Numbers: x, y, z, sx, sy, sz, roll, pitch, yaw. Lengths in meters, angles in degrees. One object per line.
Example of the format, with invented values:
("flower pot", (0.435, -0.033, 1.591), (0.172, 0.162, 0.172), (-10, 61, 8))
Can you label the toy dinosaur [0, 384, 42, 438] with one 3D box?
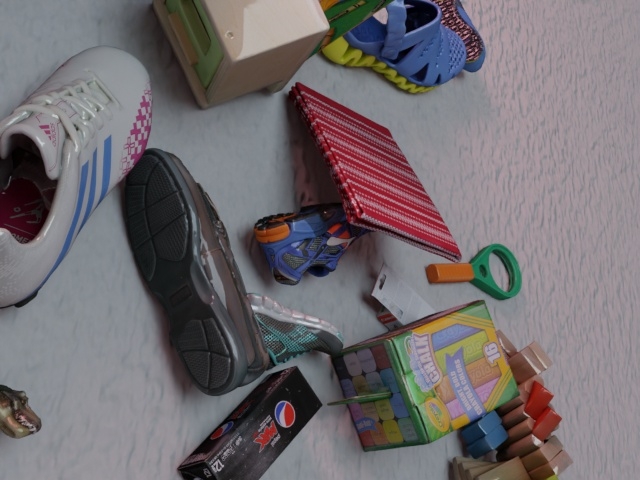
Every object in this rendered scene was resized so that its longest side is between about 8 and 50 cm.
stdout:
("toy dinosaur", (-0.351, 0.094, 0.644), (0.268, 0.064, 0.118), (47, 39, -16))

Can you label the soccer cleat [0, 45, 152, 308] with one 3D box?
("soccer cleat", (-0.235, -0.090, 0.761), (0.116, 0.143, 0.331), (20, 54, -4))

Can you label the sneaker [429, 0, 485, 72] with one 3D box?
("sneaker", (0.227, -0.388, 1.454), (0.209, 0.069, 0.082), (65, 8, 13))

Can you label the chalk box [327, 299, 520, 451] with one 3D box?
("chalk box", (0.110, 0.173, 1.000), (0.213, 0.132, 0.132), (-17, 85, -34))

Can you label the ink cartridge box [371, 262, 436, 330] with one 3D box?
("ink cartridge box", (0.107, 0.091, 1.124), (0.115, 0.029, 0.063), (43, 47, -21))

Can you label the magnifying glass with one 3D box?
("magnifying glass", (0.245, 0.050, 1.289), (0.231, 0.026, 0.092), (2, 71, -47))

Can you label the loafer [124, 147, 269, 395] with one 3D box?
("loafer", (-0.130, 0.031, 0.871), (0.084, 0.096, 0.267), (-5, 72, -58))

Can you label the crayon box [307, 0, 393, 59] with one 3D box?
("crayon box", (0.023, -0.371, 1.068), (0.081, 0.278, 0.165), (-2, 73, -46))

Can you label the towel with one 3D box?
("towel", (0.068, -0.092, 1.090), (0.199, 0.031, 0.275), (19, 34, -39))

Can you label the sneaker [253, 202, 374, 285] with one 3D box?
("sneaker", (0.000, 0.000, 1.035), (0.221, 0.083, 0.087), (-16, 104, -48))

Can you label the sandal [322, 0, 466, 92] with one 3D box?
("sandal", (0.136, -0.316, 1.266), (0.317, 0.138, 0.126), (-1, 70, -47))

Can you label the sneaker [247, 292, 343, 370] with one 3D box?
("sneaker", (-0.046, 0.116, 0.948), (0.166, 0.065, 0.076), (24, 73, -32))

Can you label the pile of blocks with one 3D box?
("pile of blocks", (0.266, 0.272, 1.105), (0.149, 0.112, 0.362), (12, 53, -24))

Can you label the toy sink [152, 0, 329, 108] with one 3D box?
("toy sink", (-0.108, -0.256, 0.975), (0.131, 0.234, 0.153), (-24, 91, -18))

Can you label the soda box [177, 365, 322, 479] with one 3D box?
("soda box", (-0.071, 0.207, 0.873), (0.060, 0.053, 0.169), (58, 43, -8))
